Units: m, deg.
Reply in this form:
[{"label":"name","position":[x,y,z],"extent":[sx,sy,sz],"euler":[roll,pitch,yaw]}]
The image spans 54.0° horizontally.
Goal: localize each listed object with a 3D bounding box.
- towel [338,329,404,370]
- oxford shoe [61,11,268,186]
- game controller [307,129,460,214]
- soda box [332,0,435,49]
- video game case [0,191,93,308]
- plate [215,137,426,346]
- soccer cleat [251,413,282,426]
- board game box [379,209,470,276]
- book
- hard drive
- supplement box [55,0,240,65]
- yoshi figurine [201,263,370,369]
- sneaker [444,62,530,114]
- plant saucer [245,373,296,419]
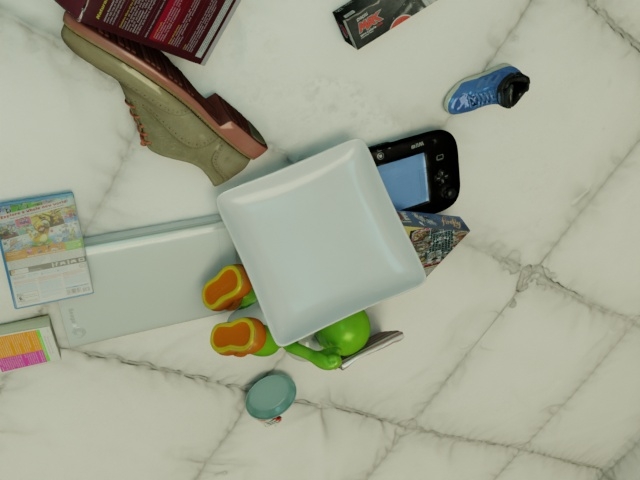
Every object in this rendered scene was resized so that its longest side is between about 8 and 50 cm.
[{"label":"towel","position":[0.094,0.233,1.323],"extent":[0.144,0.197,0.029],"euler":[-27,85,-10]},{"label":"oxford shoe","position":[-0.236,-0.189,0.916],"extent":[0.130,0.123,0.348],"euler":[-44,127,14]},{"label":"game controller","position":[0.115,-0.098,1.170],"extent":[0.319,0.067,0.166],"euler":[-18,127,-14]},{"label":"soda box","position":[0.108,-0.374,0.992],"extent":[0.169,0.053,0.060],"euler":[-33,129,-1]},{"label":"video game case","position":[-0.433,0.015,0.985],"extent":[0.119,0.015,0.166],"euler":[-11,102,-17]},{"label":"plate","position":[0.000,0.000,1.065],"extent":[0.277,0.045,0.278],"euler":[-23,84,-7]},{"label":"soccer cleat","position":[-0.125,0.405,1.418],"extent":[0.083,0.029,0.035],"euler":[17,109,-37]},{"label":"board game box","position":[0.155,0.014,1.224],"extent":[0.243,0.042,0.165],"euler":[4,137,-38]},{"label":"book","position":[-0.533,0.187,1.084],"extent":[0.144,0.035,0.096],"euler":[-11,128,-18]},{"label":"hard drive","position":[-0.301,0.070,1.108],"extent":[0.307,0.040,0.203],"euler":[-12,125,-18]},{"label":"supplement box","position":[-0.209,-0.317,0.796],"extent":[0.130,0.073,0.239],"euler":[-56,161,16]},{"label":"yoshi figurine","position":[-0.033,0.148,1.178],"extent":[0.362,0.203,0.203],"euler":[24,92,-53]},{"label":"sneaker","position":[0.305,-0.264,1.135],"extent":[0.152,0.084,0.058],"euler":[-26,129,-6]},{"label":"plant saucer","position":[-0.111,0.338,1.378],"extent":[0.119,0.021,0.119],"euler":[-11,118,-22]}]
